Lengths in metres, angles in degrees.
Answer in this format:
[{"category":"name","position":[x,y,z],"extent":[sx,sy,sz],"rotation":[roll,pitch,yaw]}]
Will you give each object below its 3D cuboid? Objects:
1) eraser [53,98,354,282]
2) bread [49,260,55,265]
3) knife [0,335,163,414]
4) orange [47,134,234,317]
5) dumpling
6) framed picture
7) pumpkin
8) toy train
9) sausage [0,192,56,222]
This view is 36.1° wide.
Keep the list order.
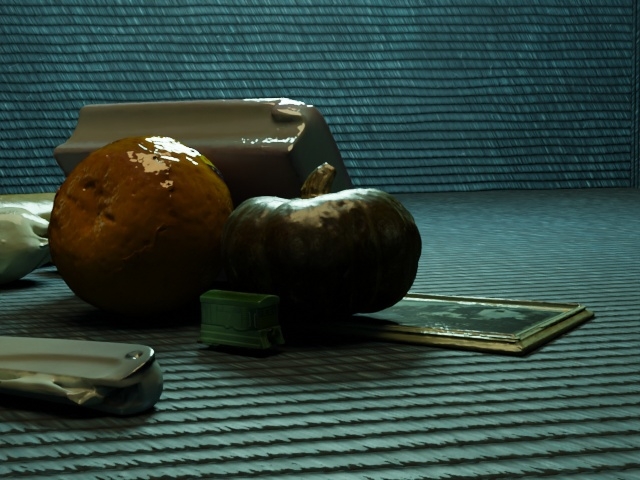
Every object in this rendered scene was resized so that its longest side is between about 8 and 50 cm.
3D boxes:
[{"category":"eraser","position":[-0.139,-0.059,1.328],"extent":[0.359,0.272,0.122],"rotation":[0,46,26]},{"category":"bread","position":[-0.350,0.024,1.530],"extent":[0.154,0.054,0.136],"rotation":[-9,6,-15]},{"category":"knife","position":[-0.245,0.105,0.794],"extent":[0.265,0.041,0.073],"rotation":[2,18,28]},{"category":"orange","position":[-0.205,-0.016,1.141],"extent":[0.219,0.219,0.193],"rotation":[0,-27,13]},{"category":"dumpling","position":[-0.467,0.013,1.426],"extent":[0.199,0.118,0.136],"rotation":[5,-22,-28]},{"category":"framed picture","position":[0.121,0.080,1.070],"extent":[0.296,0.019,0.232],"rotation":[3,7,31]},{"category":"pumpkin","position":[0.000,0.000,1.034],"extent":[0.219,0.162,0.219],"rotation":[-2,4,0]},{"category":"toy train","position":[-0.079,0.078,0.947],"extent":[0.093,0.056,0.038],"rotation":[3,9,36]},{"category":"sausage","position":[-0.546,-0.013,1.552],"extent":[0.136,0.123,0.500],"rotation":[-34,-14,30]}]
